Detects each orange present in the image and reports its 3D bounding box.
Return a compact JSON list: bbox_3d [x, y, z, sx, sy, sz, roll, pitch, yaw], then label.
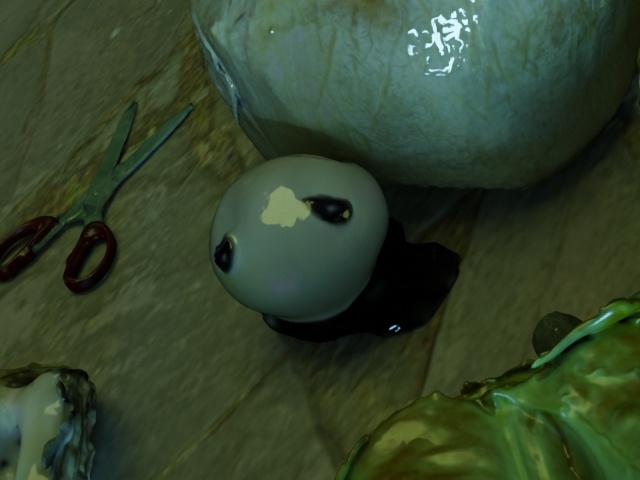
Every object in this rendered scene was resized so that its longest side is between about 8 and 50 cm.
[{"bbox_3d":[0.171,0.174,0.815,0.334,0.196,0.262,-32,56,3],"label":"orange"}]

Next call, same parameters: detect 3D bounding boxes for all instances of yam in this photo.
[{"bbox_3d":[0.190,0.089,1.001,0.043,0.043,0.094,-33,40,-5],"label":"yam"}]

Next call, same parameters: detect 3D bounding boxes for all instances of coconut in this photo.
[{"bbox_3d":[0.065,-0.241,1.158,0.404,0.404,0.404,-16,43,15],"label":"coconut"}]

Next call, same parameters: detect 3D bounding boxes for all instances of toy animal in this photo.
[{"bbox_3d":[0.000,0.000,1.104,0.166,0.179,0.138,-28,55,12],"label":"toy animal"}]

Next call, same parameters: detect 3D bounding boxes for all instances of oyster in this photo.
[{"bbox_3d":[-0.267,0.221,1.079,0.238,0.115,0.351,-11,39,32],"label":"oyster"}]

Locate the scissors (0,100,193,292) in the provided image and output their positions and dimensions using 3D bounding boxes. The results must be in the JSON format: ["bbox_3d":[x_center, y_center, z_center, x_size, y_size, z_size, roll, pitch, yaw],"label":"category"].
[{"bbox_3d":[-0.215,-0.051,1.386,0.144,0.017,0.247,7,51,33],"label":"scissors"}]

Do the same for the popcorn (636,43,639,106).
[{"bbox_3d":[0.370,-0.098,0.932,0.312,0.312,0.312,-16,43,15],"label":"popcorn"}]
